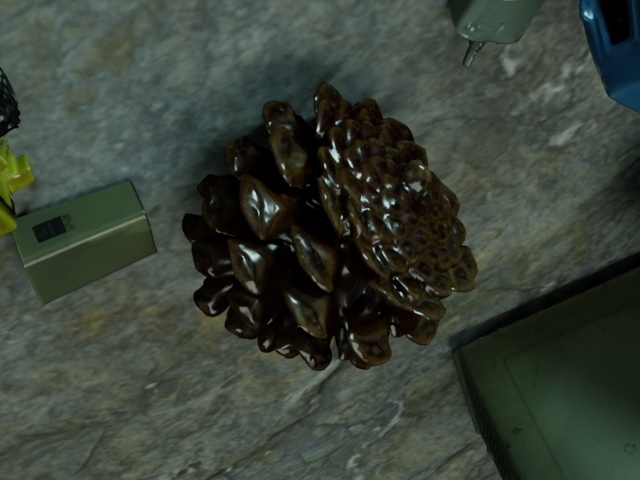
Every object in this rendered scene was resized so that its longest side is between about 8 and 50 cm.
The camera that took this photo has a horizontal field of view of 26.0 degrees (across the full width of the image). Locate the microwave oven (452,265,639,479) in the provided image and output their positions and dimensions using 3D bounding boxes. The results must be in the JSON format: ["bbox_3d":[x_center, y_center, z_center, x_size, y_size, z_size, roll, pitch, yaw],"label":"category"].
[{"bbox_3d":[0.381,0.198,1.369,0.394,0.333,0.247,-23,144,-1],"label":"microwave oven"}]

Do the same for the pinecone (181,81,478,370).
[{"bbox_3d":[0.000,0.000,0.967,0.208,0.207,0.207,-18,147,-12],"label":"pinecone"}]

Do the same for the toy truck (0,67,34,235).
[{"bbox_3d":[-0.255,-0.087,0.738,0.136,0.111,0.286,-25,145,3],"label":"toy truck"}]

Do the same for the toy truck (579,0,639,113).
[{"bbox_3d":[0.323,-0.192,0.829,0.161,0.162,0.385,13,158,-33],"label":"toy truck"}]

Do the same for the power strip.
[{"bbox_3d":[0.153,-0.211,0.912,0.060,0.027,0.252,-2,141,-34],"label":"power strip"}]

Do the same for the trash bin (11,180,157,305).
[{"bbox_3d":[-0.168,0.000,0.987,0.092,0.043,0.061,-23,148,-10],"label":"trash bin"}]
